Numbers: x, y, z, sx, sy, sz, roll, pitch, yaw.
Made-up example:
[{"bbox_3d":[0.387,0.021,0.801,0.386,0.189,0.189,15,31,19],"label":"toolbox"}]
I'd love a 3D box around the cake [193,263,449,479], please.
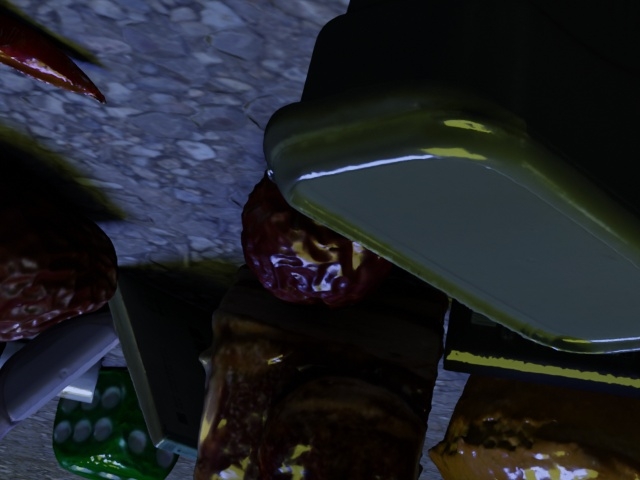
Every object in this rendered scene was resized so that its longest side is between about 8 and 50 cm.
[{"bbox_3d":[-0.006,0.146,1.109,0.199,0.196,0.293,12,-165,5],"label":"cake"}]

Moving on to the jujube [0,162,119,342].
[{"bbox_3d":[-0.278,0.010,1.121,0.168,0.168,0.236,-10,167,42],"label":"jujube"}]

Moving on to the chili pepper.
[{"bbox_3d":[-0.207,-0.130,0.870,0.178,0.027,0.045,25,159,-34],"label":"chili pepper"}]

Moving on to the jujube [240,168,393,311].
[{"bbox_3d":[0.000,0.000,1.004,0.112,0.109,0.176,43,165,10],"label":"jujube"}]

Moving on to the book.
[{"bbox_3d":[-0.083,0.155,1.349,0.025,0.215,0.283,-43,137,19],"label":"book"}]

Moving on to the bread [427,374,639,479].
[{"bbox_3d":[0.270,0.213,1.363,0.312,0.172,0.312,13,160,5],"label":"bread"}]

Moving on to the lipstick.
[{"bbox_3d":[-0.397,0.145,1.647,0.264,0.059,0.059,13,160,-6],"label":"lipstick"}]

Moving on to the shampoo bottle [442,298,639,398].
[{"bbox_3d":[0.258,0.077,1.095,0.310,0.098,0.071,8,160,8],"label":"shampoo bottle"}]

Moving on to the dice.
[{"bbox_3d":[-0.256,0.237,1.724,0.128,0.131,0.120,-5,153,37],"label":"dice"}]

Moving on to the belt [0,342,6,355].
[{"bbox_3d":[-0.470,0.091,1.414,0.289,0.164,0.184,25,-179,-39],"label":"belt"}]

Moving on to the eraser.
[{"bbox_3d":[-0.303,0.138,1.475,0.059,0.204,0.243,54,160,-12],"label":"eraser"}]

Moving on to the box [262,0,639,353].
[{"bbox_3d":[0.105,-0.066,0.672,0.138,0.178,0.274,-8,153,40],"label":"box"}]
